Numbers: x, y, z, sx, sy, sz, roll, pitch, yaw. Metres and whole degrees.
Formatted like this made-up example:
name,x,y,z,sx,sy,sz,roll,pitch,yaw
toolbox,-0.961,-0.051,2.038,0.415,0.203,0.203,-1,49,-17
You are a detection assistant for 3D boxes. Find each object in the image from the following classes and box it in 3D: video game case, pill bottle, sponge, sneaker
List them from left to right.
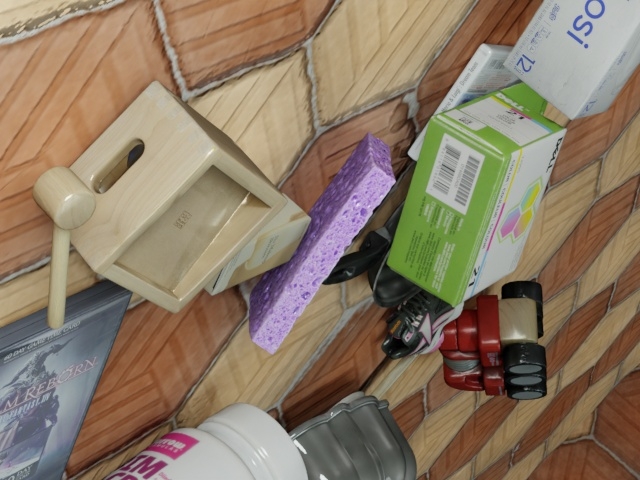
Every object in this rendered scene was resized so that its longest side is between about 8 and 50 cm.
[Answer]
name,x,y,z,sx,sy,sz,roll,pitch,yaw
video game case,-0.271,0.162,1.339,0.196,0.026,0.274,-26,151,-46
pill bottle,-0.156,0.294,1.614,0.283,0.160,0.160,-33,155,-37
sponge,0.000,0.000,1.504,0.210,0.031,0.117,-54,-167,14
sneaker,0.123,0.095,1.962,0.077,0.072,0.178,-23,144,-29
video game case,0.169,-0.147,1.683,0.143,0.019,0.157,-56,159,21

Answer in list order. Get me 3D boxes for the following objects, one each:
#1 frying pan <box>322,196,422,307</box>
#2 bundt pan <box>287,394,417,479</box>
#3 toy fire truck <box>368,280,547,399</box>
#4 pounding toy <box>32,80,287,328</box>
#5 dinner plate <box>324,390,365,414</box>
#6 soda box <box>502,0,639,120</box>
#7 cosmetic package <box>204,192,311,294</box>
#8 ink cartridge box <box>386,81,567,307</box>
name,x,y,z,sx,sy,sz,roll,pitch,yaw
frying pan,0.077,0.020,1.748,0.326,0.053,0.197,-31,152,-37
bundt pan,-0.005,0.355,2.029,0.331,0.124,0.331,-34,157,-17
toy fire truck,0.185,0.163,2.149,0.217,0.246,0.158,67,21,-69
pounding toy,-0.154,-0.026,1.151,0.181,0.094,0.206,-45,151,5
dinner plate,0.015,0.261,2.116,0.141,0.017,0.141,-39,158,-20
soda box,0.304,-0.259,1.527,0.091,0.098,0.286,-17,144,-55
cosmetic package,-0.066,0.003,1.439,0.115,0.041,0.060,-25,150,-47
ink cartridge box,0.201,-0.064,1.688,0.255,0.097,0.188,-25,139,-47
